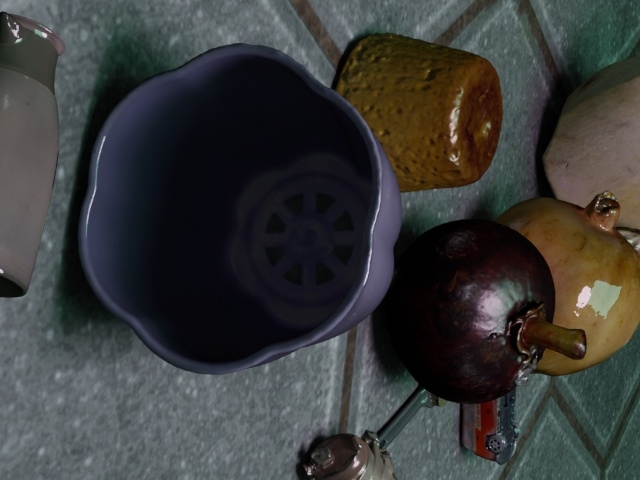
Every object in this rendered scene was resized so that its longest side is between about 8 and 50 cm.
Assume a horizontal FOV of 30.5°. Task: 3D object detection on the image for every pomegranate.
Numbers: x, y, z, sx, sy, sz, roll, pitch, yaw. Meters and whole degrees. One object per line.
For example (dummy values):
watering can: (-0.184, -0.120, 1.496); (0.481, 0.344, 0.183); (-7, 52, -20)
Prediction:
pomegranate: (0.337, 0.049, 1.656); (0.229, 0.252, 0.270); (9, 126, -52)

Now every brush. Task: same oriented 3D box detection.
brush: (0.109, 0.242, 1.548); (0.266, 0.027, 0.062); (-37, 128, -51)

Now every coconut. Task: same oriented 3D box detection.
coconut: (0.549, -0.135, 1.923); (0.415, 0.415, 0.344); (56, 40, -49)

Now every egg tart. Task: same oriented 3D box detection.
egg tart: (0.119, -0.137, 1.358); (0.202, 0.147, 0.202); (-28, 123, -55)

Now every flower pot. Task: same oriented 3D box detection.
flower pot: (-0.039, -0.019, 1.034); (0.243, 0.265, 0.265); (12, 86, -70)

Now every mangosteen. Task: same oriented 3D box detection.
mangosteen: (0.212, 0.096, 1.455); (0.235, 0.261, 0.235); (-15, 112, -41)

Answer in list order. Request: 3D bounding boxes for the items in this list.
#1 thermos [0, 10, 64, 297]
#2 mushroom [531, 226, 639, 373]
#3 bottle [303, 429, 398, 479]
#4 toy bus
thermos: (-0.234, -0.061, 0.835); (0.137, 0.105, 0.193); (89, 11, -72)
mushroom: (0.465, 0.135, 1.797); (0.208, 0.233, 0.301); (21, 106, -24)
bottle: (0.041, 0.280, 1.378); (0.099, 0.099, 0.152); (-61, 140, -32)
toy bus: (0.253, 0.242, 1.745); (0.079, 0.077, 0.174); (-21, 115, -57)
